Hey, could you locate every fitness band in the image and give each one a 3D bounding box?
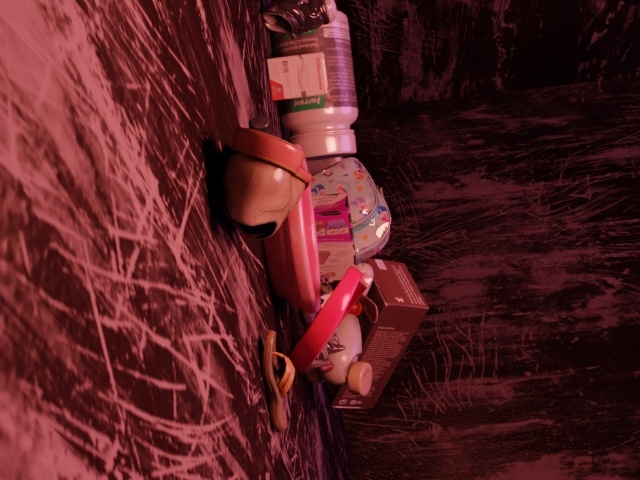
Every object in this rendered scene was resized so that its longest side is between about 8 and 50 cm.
[{"bbox_3d":[0.015,0.159,1.545,0.209,0.054,0.291,-54,176,-22],"label":"fitness band"}]

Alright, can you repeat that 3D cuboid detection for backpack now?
[{"bbox_3d":[0.060,-0.070,2.017,0.253,0.225,0.191,62,-6,12],"label":"backpack"}]

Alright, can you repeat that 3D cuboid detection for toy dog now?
[{"bbox_3d":[0.046,0.213,1.923,0.161,0.220,0.333,37,42,-66],"label":"toy dog"}]

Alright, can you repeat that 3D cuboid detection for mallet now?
[{"bbox_3d":[-0.108,-0.144,1.382,0.189,0.039,0.062,-87,173,-46],"label":"mallet"}]

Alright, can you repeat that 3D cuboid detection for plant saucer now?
[{"bbox_3d":[-0.059,-0.020,1.541,0.332,0.084,0.332,-7,90,-87],"label":"plant saucer"}]

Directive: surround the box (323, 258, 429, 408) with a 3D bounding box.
[{"bbox_3d":[0.127,0.253,2.120,0.191,0.143,0.381,-113,-142,-48],"label":"box"}]

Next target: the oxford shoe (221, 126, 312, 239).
[{"bbox_3d":[-0.091,-0.067,1.118,0.348,0.123,0.130,56,54,-85],"label":"oxford shoe"}]

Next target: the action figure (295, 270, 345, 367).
[{"bbox_3d":[-0.023,0.133,1.769,0.185,0.099,0.284,-52,133,-69],"label":"action figure"}]

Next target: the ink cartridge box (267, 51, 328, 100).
[{"bbox_3d":[-0.053,-0.392,1.881,0.056,0.135,0.099,-86,170,-75],"label":"ink cartridge box"}]

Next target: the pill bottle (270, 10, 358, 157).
[{"bbox_3d":[-0.010,-0.394,2.039,0.204,0.204,0.360,-37,120,-86],"label":"pill bottle"}]

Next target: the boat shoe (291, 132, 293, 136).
[{"bbox_3d":[-0.028,-0.400,2.380,0.130,0.132,0.355,72,13,-73],"label":"boat shoe"}]

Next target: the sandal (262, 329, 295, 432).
[{"bbox_3d":[-0.063,0.226,1.278,0.072,0.049,0.180,-85,169,-73],"label":"sandal"}]

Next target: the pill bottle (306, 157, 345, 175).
[{"bbox_3d":[0.036,-0.173,2.306,0.272,0.152,0.152,17,66,-68],"label":"pill bottle"}]

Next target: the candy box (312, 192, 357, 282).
[{"bbox_3d":[0.000,0.000,1.852,0.071,0.159,0.233,-91,175,-45],"label":"candy box"}]

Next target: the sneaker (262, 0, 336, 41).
[{"bbox_3d":[-0.095,-0.595,1.867,0.268,0.153,0.101,50,-17,3],"label":"sneaker"}]
